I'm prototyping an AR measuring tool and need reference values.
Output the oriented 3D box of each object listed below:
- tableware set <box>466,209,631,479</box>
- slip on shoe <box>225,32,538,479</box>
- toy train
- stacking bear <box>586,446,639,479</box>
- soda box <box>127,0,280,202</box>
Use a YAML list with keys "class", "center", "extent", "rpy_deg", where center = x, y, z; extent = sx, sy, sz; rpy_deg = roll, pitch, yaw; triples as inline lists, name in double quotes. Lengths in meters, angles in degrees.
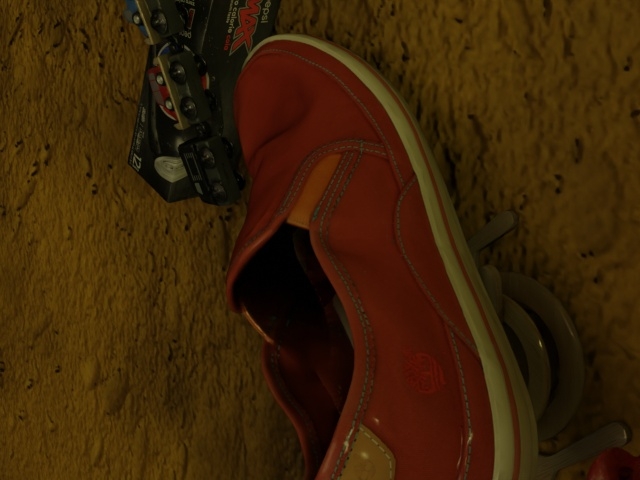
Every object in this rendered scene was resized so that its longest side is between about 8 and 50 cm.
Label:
- class: "tableware set"
  center: [0.061, 0.086, 0.531]
  extent: [0.194, 0.039, 0.128]
  rpy_deg: [-45, 62, 47]
- class: "slip on shoe"
  center: [0.000, 0.000, 0.506]
  extent: [0.331, 0.101, 0.123]
  rpy_deg: [-110, 32, -41]
- class: "toy train"
  center: [-0.085, -0.095, 0.601]
  extent: [0.036, 0.027, 0.158]
  rpy_deg: [-3, 112, 42]
- class: "stacking bear"
  center: [0.183, 0.192, 0.312]
  extent: [0.164, 0.175, 0.289]
  rpy_deg: [-48, 51, 38]
- class: "soda box"
  center: [-0.077, -0.110, 0.647]
  extent: [0.053, 0.060, 0.169]
  rpy_deg: [41, 129, 32]
